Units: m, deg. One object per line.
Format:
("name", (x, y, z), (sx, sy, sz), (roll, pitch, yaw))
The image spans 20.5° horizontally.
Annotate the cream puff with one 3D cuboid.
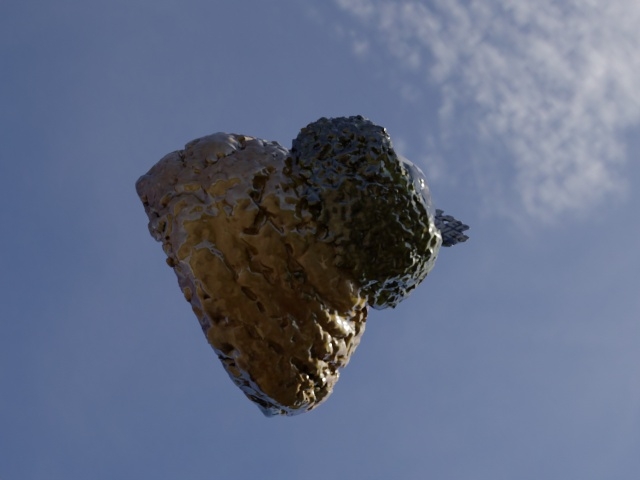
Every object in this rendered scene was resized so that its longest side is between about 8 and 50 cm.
("cream puff", (0.000, 0.000, 1.079), (0.169, 0.183, 0.183), (-29, -54, 1))
